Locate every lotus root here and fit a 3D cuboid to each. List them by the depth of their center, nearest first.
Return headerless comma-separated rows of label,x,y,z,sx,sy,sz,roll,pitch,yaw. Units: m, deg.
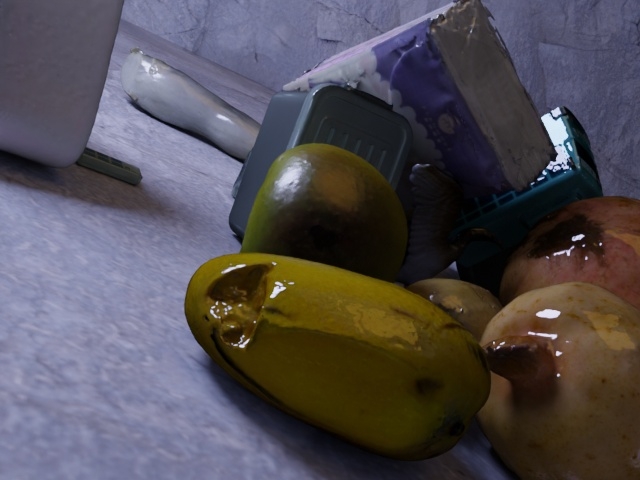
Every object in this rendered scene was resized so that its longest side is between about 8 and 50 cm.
lotus root,0.136,0.100,0.868,0.125,0.118,0.221,16,2,34

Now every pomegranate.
pomegranate,0.240,0.137,0.749,0.207,0.207,0.207,26,13,-7
pomegranate,0.389,0.087,1.063,0.322,0.322,0.322,26,13,-7

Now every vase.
vase,0.310,0.010,1.453,0.173,0.173,0.321,26,9,-4

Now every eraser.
eraser,-0.338,-0.276,0.944,0.150,0.331,0.331,16,17,-39

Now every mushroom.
mushroom,-0.219,-0.237,1.487,0.351,0.097,0.109,30,14,0

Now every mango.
mango,0.010,0.084,0.659,0.262,0.130,0.167,22,8,0

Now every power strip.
power strip,-0.269,-0.096,1.024,0.090,0.016,0.040,21,14,-24

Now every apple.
apple,0.000,0.000,0.816,0.157,0.196,0.196,24,14,-7

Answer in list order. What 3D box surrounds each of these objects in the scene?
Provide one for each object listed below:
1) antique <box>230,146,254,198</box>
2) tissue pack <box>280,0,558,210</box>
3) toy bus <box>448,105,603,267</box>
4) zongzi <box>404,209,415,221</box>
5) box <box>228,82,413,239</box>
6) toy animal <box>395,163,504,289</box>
antique,-0.043,-0.064,1.188,0.183,0.088,0.086,36,15,35
tissue pack,0.118,-0.162,1.094,0.344,0.125,0.242,-7,-60,57
toy bus,0.287,-0.074,1.208,0.128,0.256,0.147,30,39,-49
zongzi,0.091,-0.054,1.346,0.241,0.111,0.248,34,20,14
box,-0.009,-0.074,1.004,0.163,0.243,0.135,17,6,-33
toy animal,0.145,0.022,1.084,0.197,0.160,0.272,19,-10,-14
